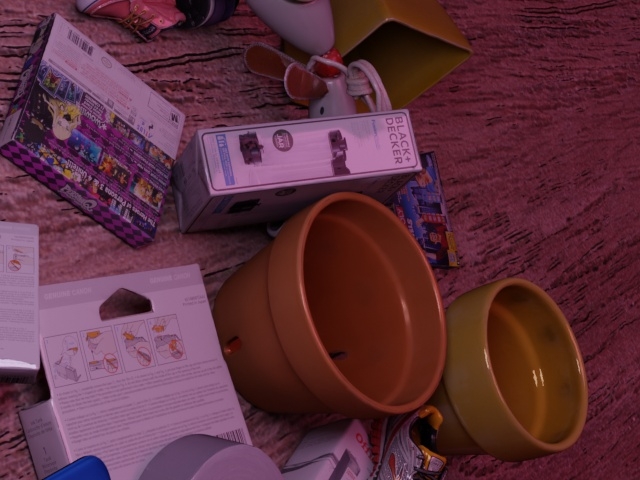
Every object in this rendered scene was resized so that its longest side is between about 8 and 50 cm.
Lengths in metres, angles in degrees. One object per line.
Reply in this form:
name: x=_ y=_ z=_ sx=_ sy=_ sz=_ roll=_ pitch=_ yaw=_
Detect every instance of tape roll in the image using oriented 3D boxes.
tape roll: x=-0.129 y=0.335 z=1.708 sx=0.219 sy=0.072 sz=0.219 roll=-14 pitch=107 yaw=-52

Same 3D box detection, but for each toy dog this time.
toy dog: x=-0.052 y=-0.276 z=2.051 sx=0.161 sy=0.220 sz=0.334 roll=-25 pitch=100 yaw=-14

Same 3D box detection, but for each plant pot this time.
plant pot: x=0.214 y=0.204 z=2.130 sx=0.254 sy=0.239 sz=0.254 roll=28 pitch=51 yaw=-41
plant pot: x=-0.002 y=0.107 z=1.941 sx=0.291 sy=0.203 sz=0.291 roll=27 pitch=52 yaw=-41
plant pot: x=0.066 y=-0.322 z=2.261 sx=0.212 sy=0.212 sz=0.187 roll=13 pitch=50 yaw=-47

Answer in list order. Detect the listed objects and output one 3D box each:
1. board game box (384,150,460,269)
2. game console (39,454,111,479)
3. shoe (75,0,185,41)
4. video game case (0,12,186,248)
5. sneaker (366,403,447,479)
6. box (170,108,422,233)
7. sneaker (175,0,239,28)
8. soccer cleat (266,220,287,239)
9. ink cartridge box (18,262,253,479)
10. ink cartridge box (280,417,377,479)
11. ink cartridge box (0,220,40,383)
board game box: x=0.118 y=-0.048 z=2.290 sx=0.194 sy=0.060 sz=0.194 roll=5 pitch=68 yaw=-49
game console: x=-0.312 y=0.379 z=1.421 sx=0.173 sy=0.250 sz=0.293 roll=51 pitch=35 yaw=11
shoe: x=-0.244 y=-0.303 z=1.965 sx=0.081 sy=0.063 sz=0.178 roll=60 pitch=33 yaw=-1
video game case: x=-0.278 y=-0.136 z=1.855 sx=0.232 sy=0.041 sz=0.210 roll=38 pitch=46 yaw=-34
sneaker: x=0.111 y=0.307 z=1.920 sx=0.088 sy=0.092 sz=0.225 roll=34 pitch=47 yaw=-39
box: x=-0.033 y=-0.089 z=1.932 sx=0.290 sy=0.169 sz=0.087 roll=-8 pitch=76 yaw=-22
sneaker: x=-0.193 y=-0.435 z=2.080 sx=0.124 sy=0.107 sz=0.283 roll=-24 pitch=101 yaw=-58
soccer cleat: x=0.000 y=0.000 z=2.090 sx=0.331 sy=0.116 sz=0.143 roll=54 pitch=47 yaw=-9
ink cartridge box: x=-0.222 y=0.172 z=1.747 sx=0.296 sy=0.066 sz=0.261 roll=-7 pitch=78 yaw=-53
ink cartridge box: x=0.015 y=0.356 z=1.927 sx=0.159 sy=0.092 sz=0.218 roll=57 pitch=36 yaw=-15
ink cartridge box: x=-0.374 y=0.063 z=1.594 sx=0.145 sy=0.045 sz=0.179 roll=5 pitch=57 yaw=-20
